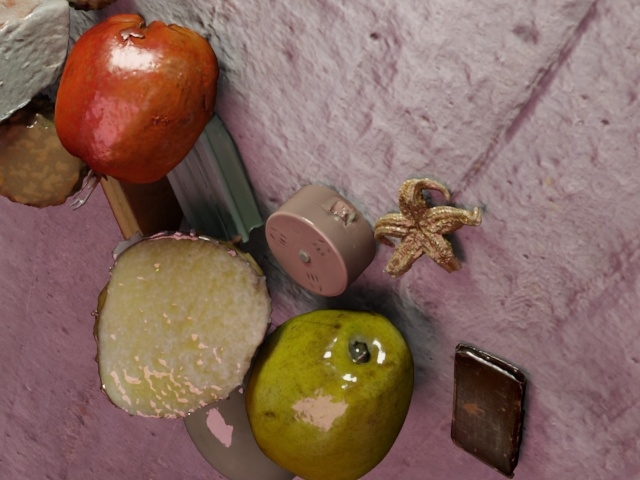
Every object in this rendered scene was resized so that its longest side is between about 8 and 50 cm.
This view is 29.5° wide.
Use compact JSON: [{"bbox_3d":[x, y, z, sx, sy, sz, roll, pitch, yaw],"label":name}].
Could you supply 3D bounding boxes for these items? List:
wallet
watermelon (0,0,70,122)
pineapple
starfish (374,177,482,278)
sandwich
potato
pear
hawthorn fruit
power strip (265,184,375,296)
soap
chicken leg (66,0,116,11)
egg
[{"bbox_3d":[0.250,0.253,1.813,0.122,0.031,0.232,27,141,27],"label":"wallet"},{"bbox_3d":[-0.459,-0.281,1.687,0.258,0.387,0.228,-14,109,10],"label":"watermelon"},{"bbox_3d":[-0.445,-0.165,1.875,0.169,0.169,0.340,61,177,-26],"label":"pineapple"},{"bbox_3d":[0.138,-0.010,1.616,0.209,0.053,0.150,-15,121,49],"label":"starfish"},{"bbox_3d":[-0.286,-0.079,1.915,0.094,0.096,0.258,21,141,35],"label":"sandwich"},{"bbox_3d":[-0.197,0.112,1.867,0.288,0.237,0.301,18,96,9],"label":"potato"},{"bbox_3d":[0.016,0.228,1.814,0.253,0.253,0.307,38,148,5],"label":"pear"},{"bbox_3d":[-0.263,-0.164,1.655,0.211,0.211,0.299,31,103,15],"label":"hawthorn fruit"},{"bbox_3d":[0.000,0.000,1.728,0.154,0.078,0.154,31,145,24],"label":"power strip"},{"bbox_3d":[-0.169,-0.094,1.809,0.114,0.063,0.198,10,134,35],"label":"soap"},{"bbox_3d":[-0.293,-0.378,1.630,0.085,0.069,0.198,59,142,16],"label":"chicken leg"},{"bbox_3d":[-0.125,0.297,2.068,0.203,0.203,0.283,-4,121,46],"label":"egg"}]
